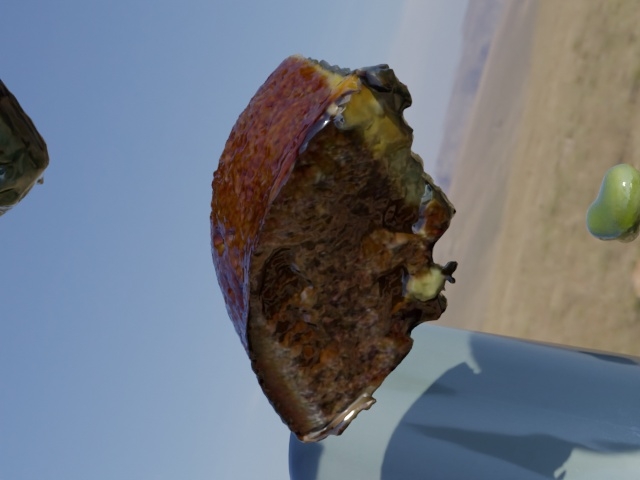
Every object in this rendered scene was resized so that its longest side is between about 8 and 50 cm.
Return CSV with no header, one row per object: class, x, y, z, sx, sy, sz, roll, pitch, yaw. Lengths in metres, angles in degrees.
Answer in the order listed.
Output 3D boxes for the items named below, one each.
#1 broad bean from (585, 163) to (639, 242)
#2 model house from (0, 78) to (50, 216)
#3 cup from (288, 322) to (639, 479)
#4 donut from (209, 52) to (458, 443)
broad bean,0.260,-0.029,1.152,0.083,0.045,0.063,100,171,-56
model house,-0.456,-0.043,0.994,0.339,0.360,0.297,-56,-31,-27
cup,0.144,0.173,1.022,0.205,0.312,0.206,-26,-60,-56
donut,-0.007,-0.006,0.735,0.126,0.144,0.187,43,166,55
